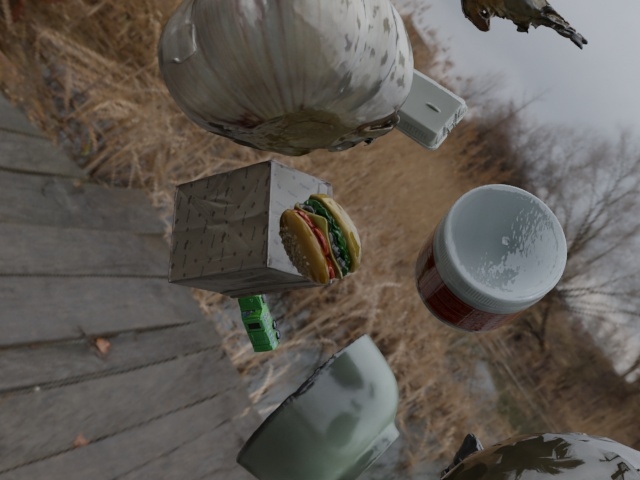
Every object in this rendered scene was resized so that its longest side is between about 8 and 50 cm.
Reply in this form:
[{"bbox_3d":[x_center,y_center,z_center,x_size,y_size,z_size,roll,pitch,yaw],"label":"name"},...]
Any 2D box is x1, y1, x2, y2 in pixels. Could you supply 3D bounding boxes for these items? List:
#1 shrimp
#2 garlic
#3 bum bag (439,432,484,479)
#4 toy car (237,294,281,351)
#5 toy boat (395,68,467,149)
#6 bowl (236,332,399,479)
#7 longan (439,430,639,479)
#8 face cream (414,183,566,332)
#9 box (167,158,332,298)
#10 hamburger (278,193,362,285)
[{"bbox_3d":[0.375,-0.410,1.436,0.262,0.117,0.066,48,33,20],"label":"shrimp"},{"bbox_3d":[-0.045,-0.223,0.946,0.322,0.322,0.241,42,21,-54],"label":"garlic"},{"bbox_3d":[0.334,0.577,1.848,0.060,0.248,0.123,11,32,-23],"label":"bum bag"},{"bbox_3d":[-0.156,0.204,1.925,0.062,0.071,0.165,-72,149,-58],"label":"toy car"},{"bbox_3d":[0.169,-0.293,1.621,0.269,0.140,0.141,32,-3,29],"label":"toy boat"},{"bbox_3d":[0.027,0.363,1.476,0.185,0.354,0.354,44,7,13],"label":"bowl"},{"bbox_3d":[0.320,0.444,0.978,0.436,0.404,0.404,19,-21,46],"label":"longan"},{"bbox_3d":[0.270,0.035,1.261,0.201,0.201,0.187,58,-19,14],"label":"face cream"},{"bbox_3d":[-0.146,-0.015,1.597,0.190,0.297,0.225,18,68,-49],"label":"box"},{"bbox_3d":[0.000,0.000,1.332,0.162,0.115,0.162,52,-19,26],"label":"hamburger"}]
